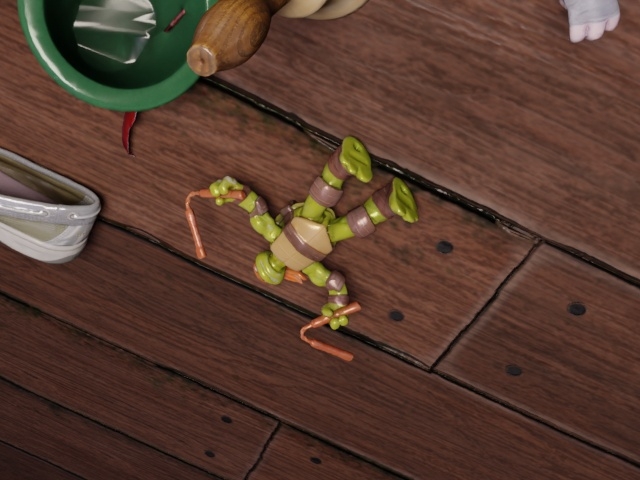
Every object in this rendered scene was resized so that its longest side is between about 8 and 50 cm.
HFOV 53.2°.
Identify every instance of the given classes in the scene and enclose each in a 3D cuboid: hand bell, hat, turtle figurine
[{"bbox_3d":[-0.034,-0.179,0.461,0.126,0.242,0.126,10,131,12],"label":"hand bell"},{"bbox_3d":[-0.204,-0.211,0.643,0.173,0.183,0.209,32,90,-22],"label":"hat"},{"bbox_3d":[0.000,0.000,0.705,0.217,0.087,0.269,-37,101,31],"label":"turtle figurine"}]

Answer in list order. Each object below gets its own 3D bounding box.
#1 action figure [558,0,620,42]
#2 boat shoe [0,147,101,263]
[{"bbox_3d":[0.166,-0.257,0.293,0.370,0.276,0.248,-34,95,9],"label":"action figure"},{"bbox_3d":[-0.426,-0.086,0.775,0.320,0.118,0.103,31,126,-12],"label":"boat shoe"}]
